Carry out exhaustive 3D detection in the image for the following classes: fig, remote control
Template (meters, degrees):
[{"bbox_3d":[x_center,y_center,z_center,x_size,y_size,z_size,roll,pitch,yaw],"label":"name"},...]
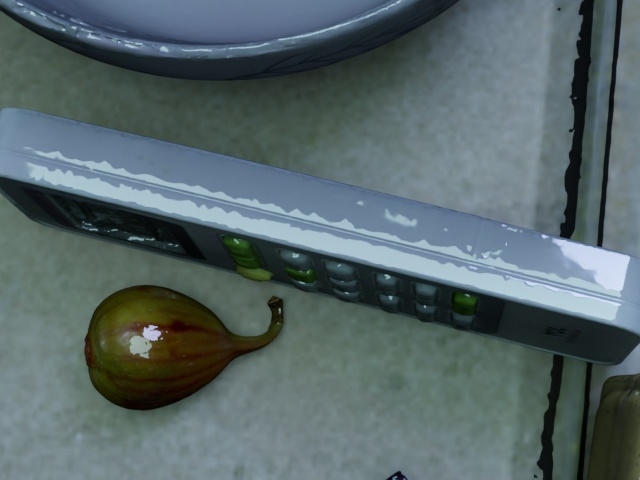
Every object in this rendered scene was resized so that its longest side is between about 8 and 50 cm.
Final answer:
[{"bbox_3d":[-0.053,0.039,0.652,0.083,0.050,0.050,-10,80,-17],"label":"fig"},{"bbox_3d":[0.000,0.000,0.622,0.250,0.103,0.034,14,80,6],"label":"remote control"}]

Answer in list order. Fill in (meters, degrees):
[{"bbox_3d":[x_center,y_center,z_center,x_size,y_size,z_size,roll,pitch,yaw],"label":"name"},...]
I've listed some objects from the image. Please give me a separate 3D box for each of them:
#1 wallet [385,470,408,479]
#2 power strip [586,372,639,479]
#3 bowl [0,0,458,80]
[{"bbox_3d":[0.015,0.184,0.627,0.111,0.030,0.166,42,86,10],"label":"wallet"},{"bbox_3d":[0.122,0.175,0.608,0.064,0.044,0.305,12,83,-19],"label":"power strip"},{"bbox_3d":[-0.031,-0.192,0.633,0.287,0.144,0.287,-1,81,4],"label":"bowl"}]
